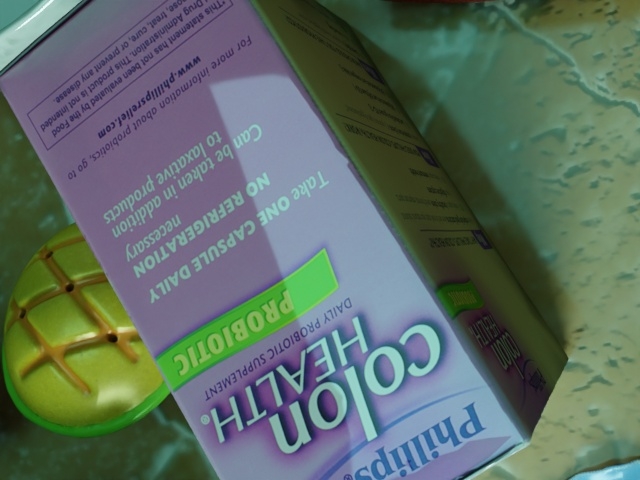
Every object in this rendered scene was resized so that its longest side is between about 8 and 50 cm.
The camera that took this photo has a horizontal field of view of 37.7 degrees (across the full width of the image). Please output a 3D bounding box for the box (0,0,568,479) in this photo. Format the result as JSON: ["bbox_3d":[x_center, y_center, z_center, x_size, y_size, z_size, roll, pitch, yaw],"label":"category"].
[{"bbox_3d":[0.000,0.000,0.461,0.117,0.213,0.243,-35,81,15],"label":"box"}]

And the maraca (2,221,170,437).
[{"bbox_3d":[-0.123,0.028,0.568,0.127,0.099,0.185,11,68,16],"label":"maraca"}]

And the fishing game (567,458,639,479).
[{"bbox_3d":[0.183,0.213,0.495,0.264,0.041,0.189,-41,76,15],"label":"fishing game"}]

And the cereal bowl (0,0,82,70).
[{"bbox_3d":[-0.212,-0.252,0.567,0.339,0.141,0.338,0,90,19],"label":"cereal bowl"}]

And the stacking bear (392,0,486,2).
[{"bbox_3d":[0.095,-0.285,0.462,0.164,0.175,0.288,2,82,-1],"label":"stacking bear"}]
